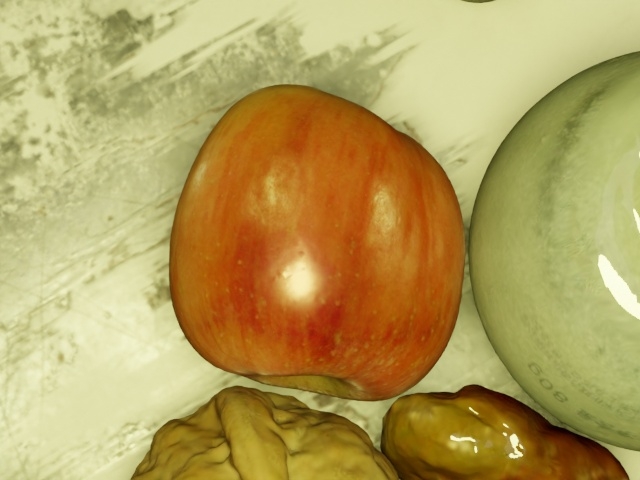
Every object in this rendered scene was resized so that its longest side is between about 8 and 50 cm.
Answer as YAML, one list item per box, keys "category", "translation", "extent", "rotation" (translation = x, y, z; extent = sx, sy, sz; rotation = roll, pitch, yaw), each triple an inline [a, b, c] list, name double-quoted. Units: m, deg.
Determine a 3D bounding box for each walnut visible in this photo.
- category: "walnut"
  translation: [-0.042, 0.231, 1.519]
  extent: [0.225, 0.257, 0.257]
  rotation: [-16, 82, -8]

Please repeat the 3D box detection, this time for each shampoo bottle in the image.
- category: "shampoo bottle"
  translation: [0.281, 0.007, 1.551]
  extent: [0.322, 0.317, 0.322]
  rotation: [0, 82, -3]

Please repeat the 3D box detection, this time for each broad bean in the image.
- category: "broad bean"
  translation: [0.150, 0.192, 1.580]
  extent: [0.228, 0.156, 0.122]
  rotation: [25, 84, -29]

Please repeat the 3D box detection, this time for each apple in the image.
- category: "apple"
  translation: [0.000, 0.000, 1.571]
  extent: [0.242, 0.242, 0.241]
  rotation: [10, 80, -3]

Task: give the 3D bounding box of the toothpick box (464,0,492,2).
- category: "toothpick box"
  translation: [0.084, -0.318, 1.638]
  extent: [0.316, 0.229, 0.229]
  rotation: [25, 79, -1]
